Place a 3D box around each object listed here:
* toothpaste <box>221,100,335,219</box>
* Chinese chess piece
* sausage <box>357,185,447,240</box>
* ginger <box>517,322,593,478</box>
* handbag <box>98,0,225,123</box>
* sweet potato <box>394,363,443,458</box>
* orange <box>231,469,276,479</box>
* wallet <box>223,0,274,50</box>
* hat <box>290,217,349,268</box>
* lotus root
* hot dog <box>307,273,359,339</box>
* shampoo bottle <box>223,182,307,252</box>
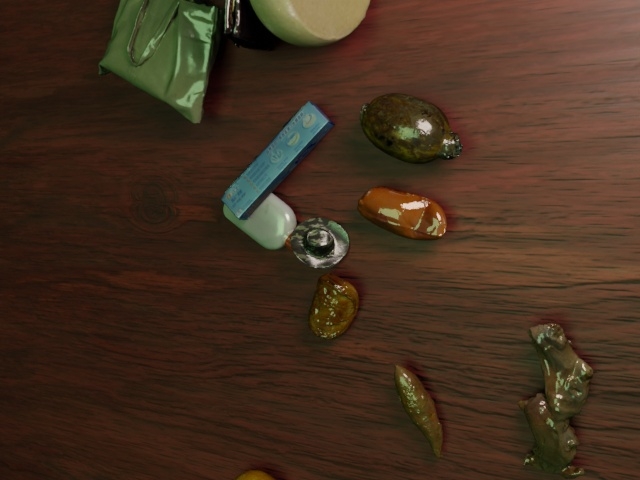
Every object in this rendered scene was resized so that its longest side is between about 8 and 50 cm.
[{"bbox_3d":[-0.089,-0.160,1.323,0.272,0.053,0.066,-46,78,13],"label":"toothpaste"},{"bbox_3d":[-0.016,-0.477,1.142,0.102,0.273,0.273,14,105,40],"label":"Chinese chess piece"},{"bbox_3d":[0.157,-0.051,1.227,0.179,0.089,0.089,22,108,20],"label":"sausage"},{"bbox_3d":[0.413,0.280,1.151,0.122,0.084,0.290,11,108,48],"label":"ginger"},{"bbox_3d":[-0.345,-0.428,1.414,0.316,0.109,0.253,31,107,27],"label":"handbag"},{"bbox_3d":[0.196,0.332,1.279,0.206,0.060,0.068,64,156,4],"label":"sweet potato"},{"bbox_3d":[-0.152,0.598,1.460,0.155,0.134,0.154,8,105,34],"label":"orange"},{"bbox_3d":[-0.128,-0.475,1.212,0.071,0.262,0.221,8,101,6],"label":"wallet"},{"bbox_3d":[0.000,0.000,1.308,0.121,0.050,0.121,1,75,-5],"label":"hat"},{"bbox_3d":[0.161,-0.202,1.173,0.209,0.120,0.120,27,110,26],"label":"lotus root"},{"bbox_3d":[0.023,0.135,1.332,0.099,0.065,0.147,25,120,22],"label":"hot dog"},{"bbox_3d":[-0.106,-0.038,1.380,0.221,0.051,0.108,38,108,18],"label":"shampoo bottle"}]
